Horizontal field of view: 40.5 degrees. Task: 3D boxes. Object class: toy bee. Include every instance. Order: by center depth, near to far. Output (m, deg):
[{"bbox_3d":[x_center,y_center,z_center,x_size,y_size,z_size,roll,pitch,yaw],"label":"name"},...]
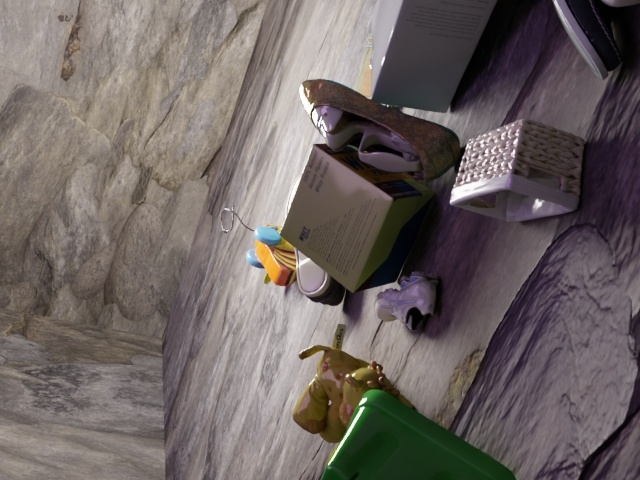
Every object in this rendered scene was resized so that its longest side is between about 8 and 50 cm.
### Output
[{"bbox_3d":[-0.118,0.002,2.303,0.195,0.162,0.298,-49,57,41],"label":"toy bee"}]

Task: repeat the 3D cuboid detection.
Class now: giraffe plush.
[{"bbox_3d":[0.066,0.265,1.487,0.170,0.181,0.210,19,113,61],"label":"giraffe plush"}]

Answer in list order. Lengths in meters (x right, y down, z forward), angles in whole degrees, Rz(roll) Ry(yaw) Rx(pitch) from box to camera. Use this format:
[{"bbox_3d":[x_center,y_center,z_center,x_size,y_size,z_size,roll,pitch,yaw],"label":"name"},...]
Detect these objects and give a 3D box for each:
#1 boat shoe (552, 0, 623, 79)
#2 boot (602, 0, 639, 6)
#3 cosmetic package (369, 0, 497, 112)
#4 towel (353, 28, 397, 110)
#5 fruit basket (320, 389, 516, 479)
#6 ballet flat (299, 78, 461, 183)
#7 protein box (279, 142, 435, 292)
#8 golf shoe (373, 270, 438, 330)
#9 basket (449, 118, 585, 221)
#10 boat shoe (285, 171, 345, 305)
[{"bbox_3d":[0.346,-0.343,1.149,0.091,0.114,0.302,-25,57,18],"label":"boat shoe"},{"bbox_3d":[0.353,-0.412,1.029,0.176,0.088,0.244,58,-146,-49],"label":"boot"},{"bbox_3d":[0.192,-0.420,1.469,0.385,0.156,0.217,105,170,-60],"label":"cosmetic package"},{"bbox_3d":[0.120,-0.337,1.945,0.271,0.040,0.370,-147,71,-71],"label":"towel"},{"bbox_3d":[0.101,0.396,1.241,0.392,0.283,0.392,-46,-27,-31],"label":"fruit basket"},{"bbox_3d":[0.078,-0.193,1.540,0.349,0.123,0.123,26,107,27],"label":"ballet flat"},{"bbox_3d":[0.064,-0.048,1.599,0.201,0.136,0.199,37,118,30],"label":"protein box"},{"bbox_3d":[0.144,0.121,1.503,0.176,0.069,0.086,131,142,-58],"label":"golf shoe"},{"bbox_3d":[0.269,-0.093,1.190,0.167,0.113,0.103,164,120,-70],"label":"basket"},{"bbox_3d":[-0.006,-0.004,1.940,0.112,0.095,0.335,-22,54,24],"label":"boat shoe"}]
